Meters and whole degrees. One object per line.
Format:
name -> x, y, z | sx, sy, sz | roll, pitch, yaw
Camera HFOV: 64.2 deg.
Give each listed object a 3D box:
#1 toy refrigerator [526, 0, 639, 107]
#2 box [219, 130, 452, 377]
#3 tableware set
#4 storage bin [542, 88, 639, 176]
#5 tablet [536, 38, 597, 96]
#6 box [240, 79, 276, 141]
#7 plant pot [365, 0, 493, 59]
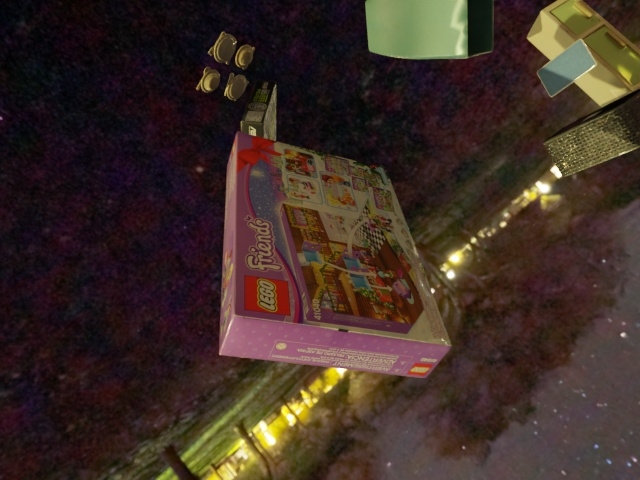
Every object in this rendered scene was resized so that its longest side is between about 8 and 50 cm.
toy refrigerator -> 0.604, -0.419, 1.132 | 0.102, 0.269, 0.094 | -33, 163, -14
box -> 0.000, 0.000, 0.547 | 0.201, 0.293, 0.057 | 11, 129, -17
tableware set -> -0.212, -0.400, 1.185 | 0.169, 0.020, 0.141 | -9, 131, -62
storage bin -> 0.542, -0.206, 0.978 | 0.122, 0.084, 0.180 | -32, -177, -30
tablet -> 0.400, -0.280, 0.831 | 0.006, 0.054, 0.083 | -8, 160, -42
box -> -0.169, -0.298, 1.440 | 0.270, 0.060, 0.216 | -84, 178, -51
plant pot -> 0.224, -0.469, 1.077 | 0.166, 0.234, 0.165 | -32, 122, -48
